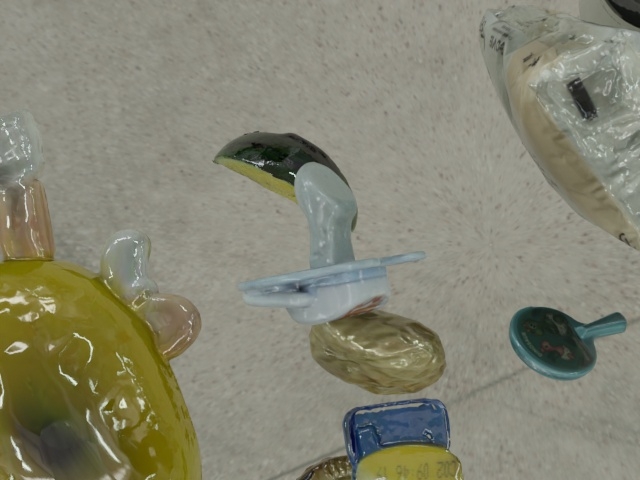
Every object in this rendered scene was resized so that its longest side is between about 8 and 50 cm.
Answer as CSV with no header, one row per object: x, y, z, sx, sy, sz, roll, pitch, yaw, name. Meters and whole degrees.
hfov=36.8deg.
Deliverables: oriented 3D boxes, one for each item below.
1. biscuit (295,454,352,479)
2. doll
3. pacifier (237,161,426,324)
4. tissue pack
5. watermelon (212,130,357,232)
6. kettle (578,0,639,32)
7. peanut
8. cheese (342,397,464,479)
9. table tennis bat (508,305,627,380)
0.050,0.461,1.485,0.259,0.079,0.259,1,79,-7,biscuit
-0.269,0.098,0.797,0.348,0.161,0.423,1,85,1,doll
0.000,0.000,1.247,0.227,0.279,0.207,-8,89,34,pacifier
0.389,-0.168,1.393,0.195,0.375,0.390,-36,106,5,tissue pack
-0.062,-0.117,1.769,0.301,0.123,0.129,26,139,9,watermelon
0.620,-0.410,1.677,0.250,0.377,0.361,-39,85,13,kettle
0.088,0.164,1.389,0.197,0.233,0.110,8,78,16,peanut
0.077,0.265,0.770,0.177,0.069,0.270,-8,85,6,cheese
0.348,0.134,1.336,0.124,0.201,0.033,58,144,32,table tennis bat
